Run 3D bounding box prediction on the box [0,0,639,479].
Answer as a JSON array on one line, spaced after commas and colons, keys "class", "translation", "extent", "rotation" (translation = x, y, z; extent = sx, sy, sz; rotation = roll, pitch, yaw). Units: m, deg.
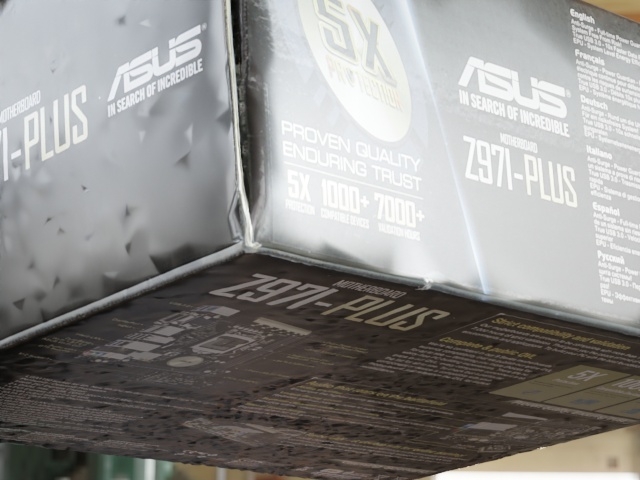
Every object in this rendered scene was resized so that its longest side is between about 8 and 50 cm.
[{"class": "box", "translation": [0.000, 0.000, 0.442], "extent": [0.180, 0.077, 0.147], "rotation": [13, -24, -41]}]
